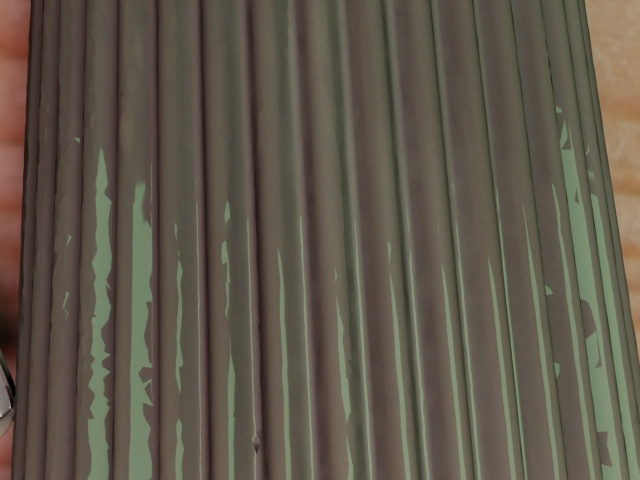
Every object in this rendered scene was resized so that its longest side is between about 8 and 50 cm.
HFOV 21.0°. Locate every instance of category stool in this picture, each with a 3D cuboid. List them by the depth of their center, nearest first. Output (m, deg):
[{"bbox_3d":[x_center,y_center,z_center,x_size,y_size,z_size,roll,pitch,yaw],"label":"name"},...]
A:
[{"bbox_3d":[0.000,0.000,0.789,0.297,0.297,0.330,1,83,-30],"label":"stool"}]

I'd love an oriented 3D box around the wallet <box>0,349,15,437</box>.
[{"bbox_3d":[-0.266,0.060,0.733,0.250,0.075,0.176,-29,112,-24],"label":"wallet"}]
